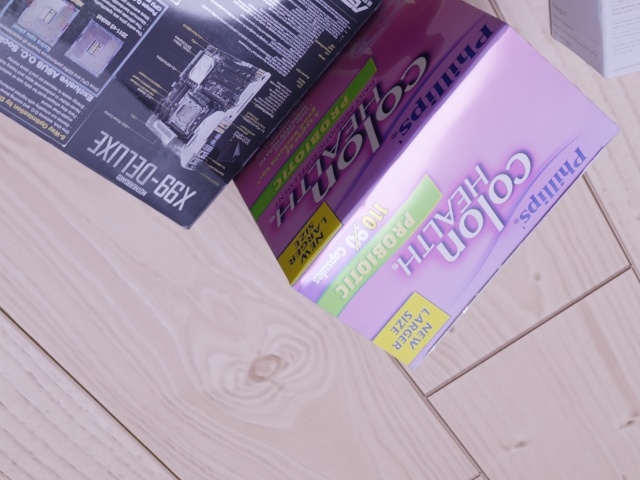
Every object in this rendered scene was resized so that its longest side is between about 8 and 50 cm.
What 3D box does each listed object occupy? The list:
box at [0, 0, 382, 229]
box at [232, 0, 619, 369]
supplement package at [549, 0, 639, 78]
[{"bbox_3d":[-0.145,-0.183,0.762,0.307,0.076,0.242,33,107,-28],"label":"box"},{"bbox_3d":[0.057,-0.067,0.771,0.117,0.243,0.213,35,100,-27],"label":"box"},{"bbox_3d":[0.243,-0.236,0.817,0.105,0.105,0.179,-15,122,-6],"label":"supplement package"}]
